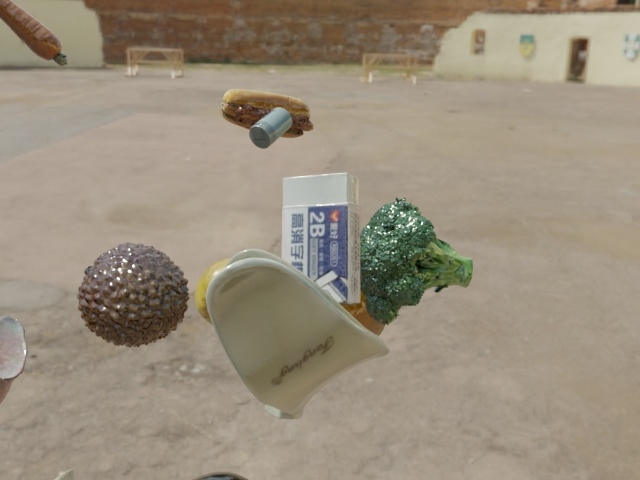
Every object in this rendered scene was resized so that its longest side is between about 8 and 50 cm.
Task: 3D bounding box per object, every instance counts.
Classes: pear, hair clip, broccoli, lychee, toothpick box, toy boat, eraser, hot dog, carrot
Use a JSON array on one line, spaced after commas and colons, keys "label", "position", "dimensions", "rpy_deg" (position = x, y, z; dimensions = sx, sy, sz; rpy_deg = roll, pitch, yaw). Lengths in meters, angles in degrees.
[{"label": "pear", "position": [-0.236, 0.149, 2.025], "dimensions": [0.209, 0.209, 0.209], "rpy_deg": [1, 15, 0]}, {"label": "hair clip", "position": [-0.039, 0.118, 0.941], "dimensions": [0.172, 0.282, 0.113], "rpy_deg": [-34, 22, 6]}, {"label": "broccoli", "position": [0.197, 0.055, 1.561], "dimensions": [0.269, 0.269, 0.254], "rpy_deg": [-1, 27, -9]}, {"label": "lychee", "position": [-0.347, 0.099, 1.341], "dimensions": [0.238, 0.200, 0.200], "rpy_deg": [17, 21, 29]}, {"label": "toothpick box", "position": [-0.099, -0.224, 1.454], "dimensions": [0.052, 0.052, 0.083], "rpy_deg": [10, 40, 30]}, {"label": "toy boat", "position": [-0.664, 0.275, 1.378], "dimensions": [0.096, 0.282, 0.206], "rpy_deg": [28, 26, -39]}, {"label": "eraser", "position": [0.000, 0.000, 1.195], "dimensions": [0.124, 0.210, 0.068], "rpy_deg": [-2, -6, 26]}, {"label": "hot dog", "position": [-0.116, -0.300, 1.740], "dimensions": [0.249, 0.102, 0.076], "rpy_deg": [7, 21, -33]}, {"label": "carrot", "position": [-0.726, -0.535, 1.716], "dimensions": [0.069, 0.336, 0.069], "rpy_deg": [-41, 17, 15]}]

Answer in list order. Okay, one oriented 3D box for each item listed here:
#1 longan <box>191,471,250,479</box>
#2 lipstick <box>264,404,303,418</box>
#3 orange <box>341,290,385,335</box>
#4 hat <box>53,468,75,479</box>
[{"label": "longan", "position": [-0.189, 0.519, 1.329], "dimensions": [0.196, 0.196, 0.220], "rpy_deg": [4, -2, 9]}, {"label": "lipstick", "position": [-0.046, 0.213, 1.409], "dimensions": [0.079, 0.253, 0.077], "rpy_deg": [8, 4, -37]}, {"label": "orange", "position": [0.052, 0.151, 1.820], "dimensions": [0.264, 0.264, 0.264], "rpy_deg": [1, 15, 0]}, {"label": "hat", "position": [-0.250, 0.379, 0.819], "dimensions": [0.164, 0.226, 0.219], "rpy_deg": [10, -21, -12]}]
